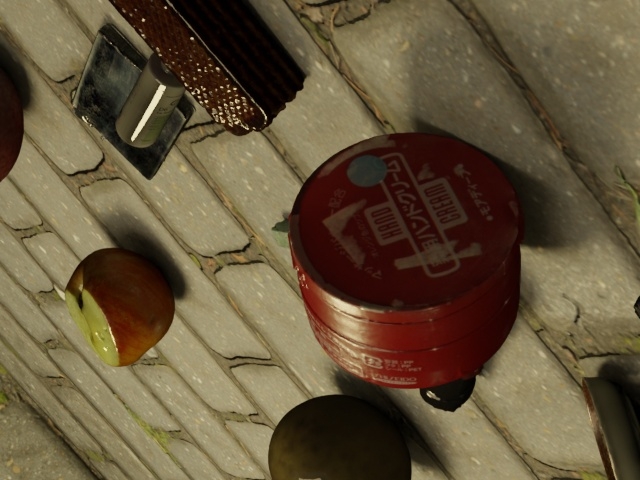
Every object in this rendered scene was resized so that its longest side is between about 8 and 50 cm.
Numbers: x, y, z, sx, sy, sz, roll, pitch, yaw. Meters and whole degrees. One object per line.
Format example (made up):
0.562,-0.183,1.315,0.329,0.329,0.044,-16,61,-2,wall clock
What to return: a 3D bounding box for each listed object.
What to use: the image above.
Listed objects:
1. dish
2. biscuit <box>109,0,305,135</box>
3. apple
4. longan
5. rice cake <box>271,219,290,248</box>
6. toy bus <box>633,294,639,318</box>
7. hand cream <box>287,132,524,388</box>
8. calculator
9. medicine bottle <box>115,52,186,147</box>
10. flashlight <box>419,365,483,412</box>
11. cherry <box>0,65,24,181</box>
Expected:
0.330,0.202,1.387,0.141,0.078,0.141,-16,-90,-84,dish
-0.171,-0.272,1.377,0.388,0.073,0.107,50,154,-17,biscuit
-0.317,0.097,2.087,0.173,0.160,0.195,47,154,-15,apple
0.033,0.321,1.880,0.220,0.196,0.196,50,156,4,longan
0.000,-0.001,1.615,0.170,0.029,0.033,12,136,50,rice cake
0.357,0.098,1.142,0.138,0.112,0.317,20,147,34,toy bus
0.085,0.021,1.291,0.230,0.230,0.149,30,149,27,hand cream
-0.252,-0.173,1.737,0.161,0.021,0.261,45,156,-3,calculator
-0.187,-0.184,1.561,0.057,0.057,0.199,43,140,2,medicine bottle
0.155,0.131,1.517,0.093,0.093,0.232,36,157,17,flashlight
-0.554,-0.181,1.956,0.261,0.221,0.307,49,169,9,cherry
